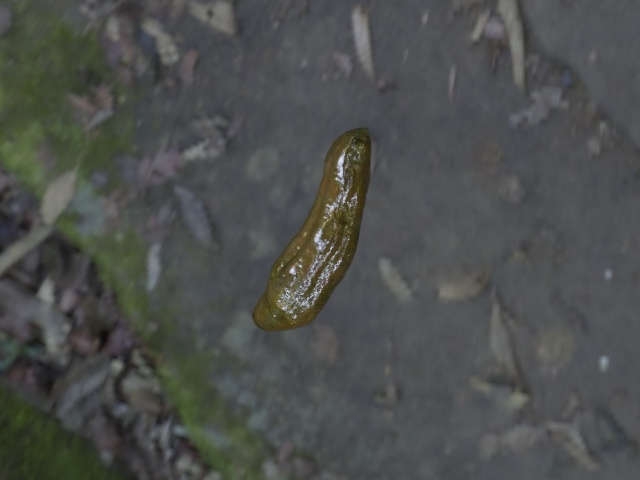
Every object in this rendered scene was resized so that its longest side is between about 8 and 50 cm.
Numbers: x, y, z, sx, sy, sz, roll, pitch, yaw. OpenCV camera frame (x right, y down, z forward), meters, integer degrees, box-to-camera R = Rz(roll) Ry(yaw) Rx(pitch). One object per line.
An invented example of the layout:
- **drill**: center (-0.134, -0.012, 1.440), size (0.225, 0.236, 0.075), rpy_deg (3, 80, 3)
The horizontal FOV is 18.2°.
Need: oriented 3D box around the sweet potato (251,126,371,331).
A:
- **sweet potato**: center (0.002, 0.000, 1.469), size (0.053, 0.054, 0.182), rpy_deg (29, 111, 6)
